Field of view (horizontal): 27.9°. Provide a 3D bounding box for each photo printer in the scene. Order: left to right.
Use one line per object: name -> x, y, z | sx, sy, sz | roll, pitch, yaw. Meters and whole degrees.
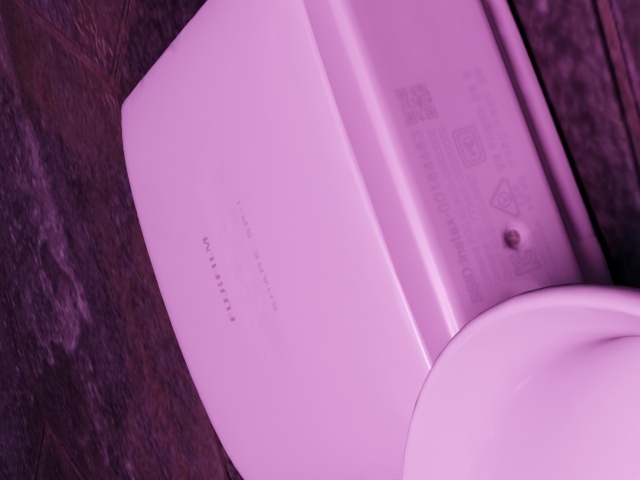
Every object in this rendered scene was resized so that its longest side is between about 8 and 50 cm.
photo printer -> 0.000, 0.000, 0.644 | 0.307, 0.107, 0.256 | -27, 82, 64

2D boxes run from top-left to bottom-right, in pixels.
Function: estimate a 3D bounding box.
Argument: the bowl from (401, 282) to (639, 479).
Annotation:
bowl -> 0.159, 0.136, 0.388 | 0.298, 0.134, 0.298 | 42, 141, 46
